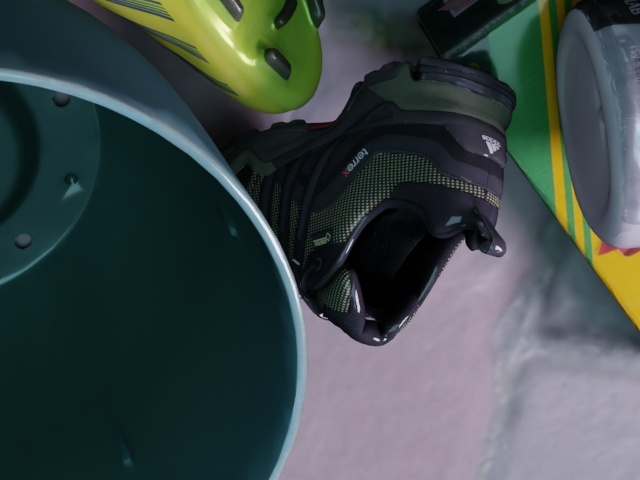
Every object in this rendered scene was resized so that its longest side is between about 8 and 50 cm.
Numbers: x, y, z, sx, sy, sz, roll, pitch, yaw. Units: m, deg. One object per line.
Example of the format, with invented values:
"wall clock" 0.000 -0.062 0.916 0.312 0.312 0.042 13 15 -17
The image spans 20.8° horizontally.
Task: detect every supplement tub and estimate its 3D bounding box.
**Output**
"supplement tub" 0.211 -0.065 0.791 0.190 0.117 0.117 -8 115 -4

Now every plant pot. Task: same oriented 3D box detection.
"plant pot" -0.173 0.008 0.787 0.293 0.235 0.293 -7 121 -11

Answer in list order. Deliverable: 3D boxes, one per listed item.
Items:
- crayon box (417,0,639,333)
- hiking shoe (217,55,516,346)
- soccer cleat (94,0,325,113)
"crayon box" 0.223 -0.046 0.912 0.202 0.081 0.318 -36 114 9
"hiking shoe" 0.000 0.000 0.845 0.086 0.114 0.227 24 144 -31
"soccer cleat" -0.115 -0.159 0.826 0.121 0.093 0.289 -26 125 38
